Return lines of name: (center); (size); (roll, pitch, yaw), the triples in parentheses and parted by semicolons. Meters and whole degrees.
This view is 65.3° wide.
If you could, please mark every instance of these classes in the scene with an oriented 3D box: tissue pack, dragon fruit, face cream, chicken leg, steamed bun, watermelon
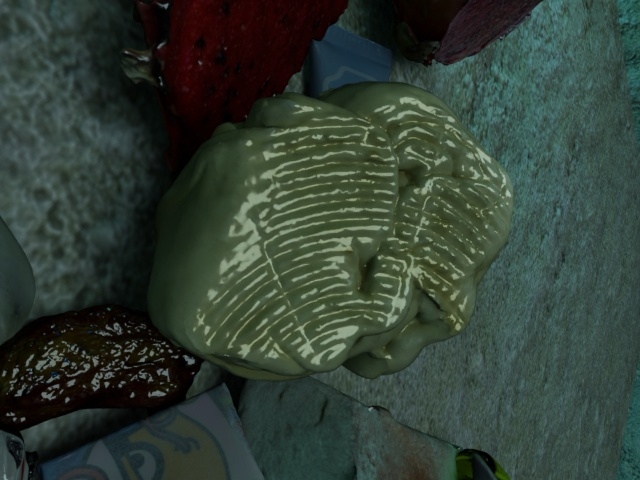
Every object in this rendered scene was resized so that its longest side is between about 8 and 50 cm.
tissue pack: (-0.127, 0.202, 0.399); (0.155, 0.115, 0.065); (-19, 141, -23)
dragon fruit: (0.195, -0.431, 0.693); (0.314, 0.296, 0.263); (-28, 77, -41)
face cream: (0.029, -0.081, 0.625); (0.135, 0.086, 0.385); (9, 81, -33)
chicken leg: (-0.180, 0.105, 0.413); (0.233, 0.063, 0.105); (12, 78, -46)
dragon fruit: (-0.067, -0.245, 0.456); (0.344, 0.100, 0.282); (-56, 170, -27)
steamed bun: (-0.003, -0.002, 0.471); (0.276, 0.203, 0.289); (39, 79, -20)
watermelon: (-0.006, 0.238, 0.520); (0.387, 0.228, 0.258); (-22, 98, -51)

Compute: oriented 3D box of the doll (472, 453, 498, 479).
doll: (0.121, 0.441, 0.564); (0.370, 0.226, 0.215); (-22, 96, -24)

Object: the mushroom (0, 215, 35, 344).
mushroom: (-0.251, -0.021, 0.211); (0.329, 0.122, 0.159); (92, 5, -54)

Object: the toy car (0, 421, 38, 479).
toy car: (-0.234, 0.222, 0.296); (0.089, 0.108, 0.210); (10, 88, -20)

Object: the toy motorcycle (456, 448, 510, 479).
toy motorcycle: (0.220, 0.473, 0.810); (0.342, 0.142, 0.206); (-37, 118, -43)
